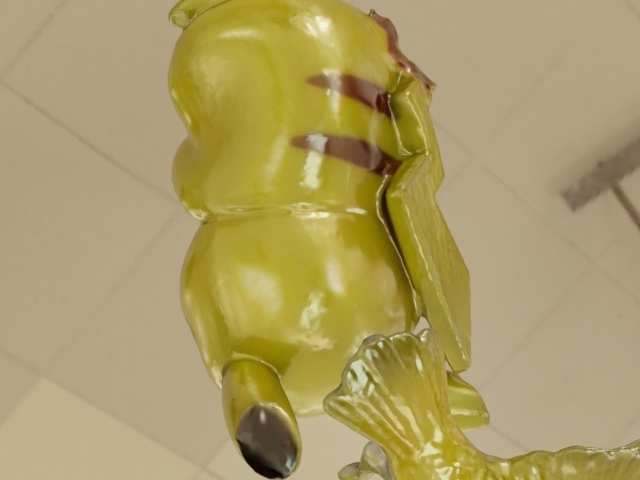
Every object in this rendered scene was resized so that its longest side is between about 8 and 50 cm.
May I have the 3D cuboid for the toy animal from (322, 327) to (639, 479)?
[{"bbox_3d":[0.055,0.098,0.479,0.219,0.095,0.155,-34,151,-18],"label":"toy animal"}]

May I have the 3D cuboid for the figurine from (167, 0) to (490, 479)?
[{"bbox_3d":[-0.001,-0.007,0.853,0.218,0.169,0.326,12,73,-46],"label":"figurine"}]
